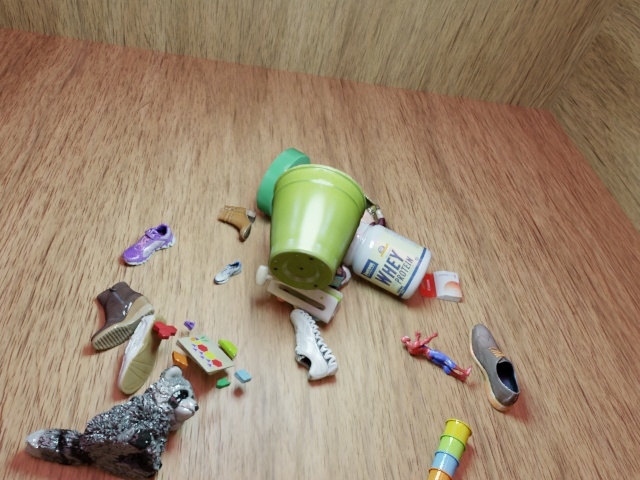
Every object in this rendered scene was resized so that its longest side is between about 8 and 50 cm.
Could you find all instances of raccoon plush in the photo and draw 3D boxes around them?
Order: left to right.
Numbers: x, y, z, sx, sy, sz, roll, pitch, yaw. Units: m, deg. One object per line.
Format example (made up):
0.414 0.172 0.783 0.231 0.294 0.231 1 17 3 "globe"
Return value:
-0.594 0.502 1.479 0.446 0.216 0.299 14 37 -3 "raccoon plush"

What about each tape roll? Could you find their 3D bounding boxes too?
-0.163 -0.257 2.242 0.077 0.321 0.321 32 47 14 "tape roll"

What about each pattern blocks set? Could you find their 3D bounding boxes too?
-0.390 0.380 1.671 0.325 0.026 0.285 40 17 34 "pattern blocks set"

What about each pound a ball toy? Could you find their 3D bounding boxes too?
-0.093 0.211 1.919 0.319 0.136 0.208 26 10 9 "pound a ball toy"

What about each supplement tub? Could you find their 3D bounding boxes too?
0.279 0.078 2.100 0.325 0.235 0.235 27 45 6 "supplement tub"

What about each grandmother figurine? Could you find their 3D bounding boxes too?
0.215 -0.056 2.290 0.342 0.208 0.104 47 7 16 "grandmother figurine"

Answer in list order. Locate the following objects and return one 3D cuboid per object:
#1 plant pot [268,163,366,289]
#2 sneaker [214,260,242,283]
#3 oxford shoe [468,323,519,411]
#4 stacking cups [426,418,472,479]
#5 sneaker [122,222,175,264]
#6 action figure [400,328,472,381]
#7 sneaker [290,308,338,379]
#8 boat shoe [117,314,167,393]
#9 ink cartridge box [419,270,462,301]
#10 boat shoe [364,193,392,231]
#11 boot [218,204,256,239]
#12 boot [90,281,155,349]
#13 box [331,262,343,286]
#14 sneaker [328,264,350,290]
-0.037 -0.023 1.817 0.366 0.366 0.353 15 52 -2 "plant pot"
-0.374 0.122 2.000 0.052 0.058 0.135 37 49 20 "sneaker"
0.685 0.464 1.929 0.130 0.133 0.364 2 47 -14 "oxford shoe"
0.409 0.741 1.614 0.096 0.096 0.316 27 48 10 "stacking cups"
-0.689 0.005 1.987 0.095 0.104 0.236 38 49 18 "sneaker"
0.452 0.420 1.935 0.280 0.091 0.139 25 52 7 "action figure"
-0.050 0.378 1.823 0.118 0.110 0.292 -21 54 -20 "sneaker"
-0.613 0.379 1.667 0.096 0.098 0.277 -4 50 27 "boat shoe"
0.531 0.193 2.210 0.179 0.045 0.145 12 44 -9 "ink cartridge box"
0.239 -0.123 2.384 0.110 0.104 0.307 -26 59 -35 "boat shoe"
-0.376 -0.083 2.191 0.152 0.073 0.197 15 33 -4 "boot"
-0.738 0.262 1.760 0.207 0.090 0.248 29 47 29 "boot"
0.031 0.069 2.022 0.100 0.060 0.244 13 44 -16 "box"
-0.023 0.123 2.072 0.281 0.106 0.162 29 49 11 "sneaker"
